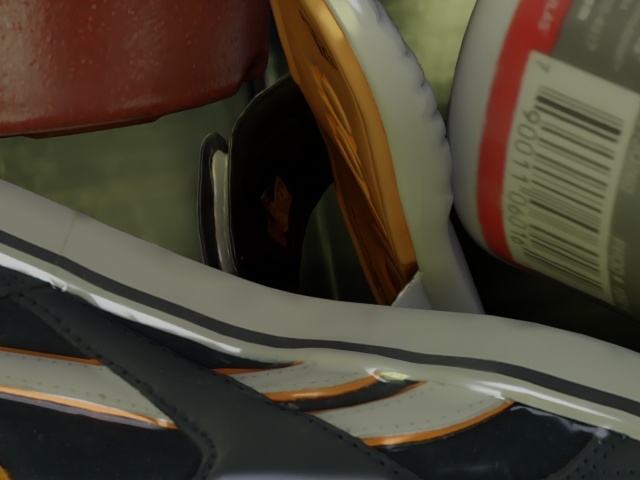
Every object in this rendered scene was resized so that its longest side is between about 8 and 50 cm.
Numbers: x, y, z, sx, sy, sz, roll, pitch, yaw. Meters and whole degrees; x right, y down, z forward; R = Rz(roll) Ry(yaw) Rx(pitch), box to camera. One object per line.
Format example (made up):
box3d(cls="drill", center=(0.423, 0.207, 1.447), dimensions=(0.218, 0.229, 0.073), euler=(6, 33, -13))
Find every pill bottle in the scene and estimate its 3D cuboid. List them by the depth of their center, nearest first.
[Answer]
box3d(cls="pill bottle", center=(0.193, -0.016, 0.565), dimensions=(0.283, 0.161, 0.161), euler=(26, 103, 25))

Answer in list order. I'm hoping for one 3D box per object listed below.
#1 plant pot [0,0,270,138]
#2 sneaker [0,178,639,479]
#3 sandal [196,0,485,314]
box3d(cls="plant pot", center=(-0.121, -0.176, 0.635), dimensions=(0.272, 0.272, 0.265), euler=(1, 104, 17))
box3d(cls="sneaker", center=(-0.016, 0.083, 0.553), dimensions=(0.321, 0.126, 0.127), euler=(15, 55, -1))
box3d(cls="sandal", center=(-0.005, -0.009, 0.610), dimensions=(0.076, 0.265, 0.102), euler=(-27, 63, -3))
